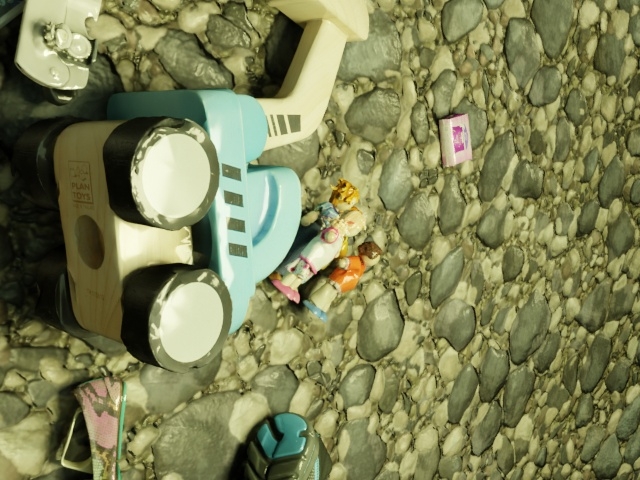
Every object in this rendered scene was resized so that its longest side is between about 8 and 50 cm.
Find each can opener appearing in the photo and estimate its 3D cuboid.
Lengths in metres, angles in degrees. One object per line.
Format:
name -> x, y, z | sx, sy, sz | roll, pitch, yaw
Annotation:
can opener -> -0.269, -0.287, 0.715 | 0.074, 0.093, 0.280 | 13, 82, -40

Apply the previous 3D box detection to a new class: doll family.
doll family -> 0.000, 0.000, 0.918 | 0.163, 0.118, 0.263 | -48, 162, -3

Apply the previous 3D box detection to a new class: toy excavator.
toy excavator -> -0.106, -0.110, 0.817 | 0.445, 0.222, 0.432 | -17, 108, -49

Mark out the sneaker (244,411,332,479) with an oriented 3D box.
sneaker -> -0.080, 0.418, 0.941 | 0.340, 0.125, 0.139 | -57, 139, -24

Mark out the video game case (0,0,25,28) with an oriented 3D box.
video game case -> -0.412, -0.248, 0.643 | 0.201, 0.023, 0.183 | -49, 123, -21

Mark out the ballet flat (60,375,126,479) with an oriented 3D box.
ballet flat -> -0.273, 0.275, 0.824 | 0.079, 0.077, 0.221 | -2, 95, -19

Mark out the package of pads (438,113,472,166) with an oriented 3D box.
package of pads -> 0.227, -0.170, 1.143 | 0.050, 0.032, 0.083 | -22, 111, -34
